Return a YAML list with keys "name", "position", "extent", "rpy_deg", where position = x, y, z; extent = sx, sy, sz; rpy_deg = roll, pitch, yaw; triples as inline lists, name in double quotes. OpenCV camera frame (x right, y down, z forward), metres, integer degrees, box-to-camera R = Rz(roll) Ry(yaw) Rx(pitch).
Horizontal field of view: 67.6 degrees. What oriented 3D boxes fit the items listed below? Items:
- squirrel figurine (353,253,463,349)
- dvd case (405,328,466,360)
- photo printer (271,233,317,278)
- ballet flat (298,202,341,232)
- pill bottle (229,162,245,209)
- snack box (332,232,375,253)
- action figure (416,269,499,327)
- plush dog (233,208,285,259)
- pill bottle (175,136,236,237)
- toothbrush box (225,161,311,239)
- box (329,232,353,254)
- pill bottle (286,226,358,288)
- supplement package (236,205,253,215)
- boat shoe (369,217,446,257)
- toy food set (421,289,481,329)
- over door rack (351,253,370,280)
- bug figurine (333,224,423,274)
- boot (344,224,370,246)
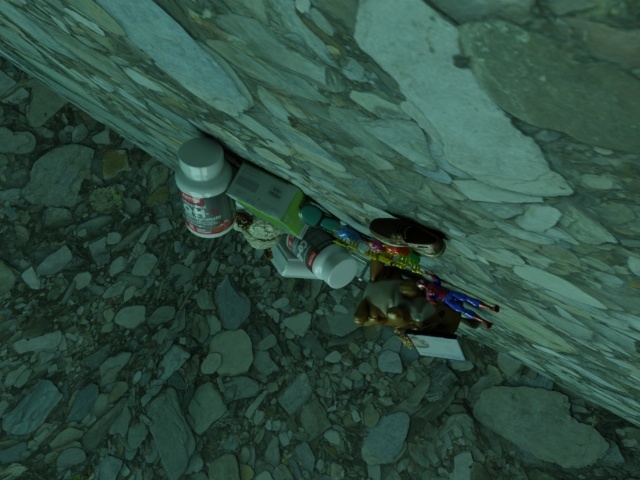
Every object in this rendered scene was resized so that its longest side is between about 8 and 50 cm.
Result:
- name: "squirrel figurine"
  position: [0.366, 0.271, 1.881]
  extent: [0.371, 0.280, 0.397]
  rpy_deg: [13, 161, 21]
- name: "dvd case"
  position: [0.425, 0.385, 1.749]
  extent: [0.181, 0.022, 0.253]
  rpy_deg: [1, 151, 26]
- name: "photo printer"
  position: [-0.063, 0.069, 2.090]
  extent: [0.308, 0.107, 0.256]
  rpy_deg: [7, -155, -30]
- name: "ballet flat"
  position: [-0.014, -0.075, 1.536]
  extent: [0.188, 0.070, 0.070]
  rpy_deg: [29, 177, -42]
- name: "pill bottle"
  position: [-0.341, -0.210, 1.711]
  extent: [0.229, 0.131, 0.131]
  rpy_deg: [32, 175, -24]
- name: "snack box"
  position: [0.126, 0.011, 1.782]
  extent: [0.141, 0.037, 0.100]
  rpy_deg: [27, 173, 40]
- name: "action figure"
  position: [0.418, 0.182, 1.549]
  extent: [0.281, 0.091, 0.139]
  rpy_deg: [24, 179, 40]
- name: "plush dog"
  position: [-0.214, -0.049, 1.813]
  extent: [0.263, 0.210, 0.225]
  rpy_deg: [-8, 165, -9]
- name: "pill bottle"
  position: [-0.362, -0.166, 1.516]
  extent: [0.177, 0.176, 0.318]
  rpy_deg: [29, 146, 15]
- name: "toothbrush box"
  position: [-0.150, -0.122, 1.557]
  extent: [0.206, 0.122, 0.283]
  rpy_deg: [27, 174, 15]
- name: "box"
  position: [0.033, -0.005, 2.045]
  extent: [0.232, 0.058, 0.087]
  rpy_deg: [26, 173, 39]
- name: "pill bottle"
  position: [0.005, 0.050, 1.849]
  extent: [0.283, 0.161, 0.161]
  rpy_deg: [43, -176, 40]
- name: "supplement package"
  position: [-0.359, -0.125, 2.550]
  extent: [0.203, 0.149, 0.194]
  rpy_deg: [31, 175, -9]
- name: "boat shoe"
  position: [0.188, -0.017, 1.052]
  extent: [0.178, 0.064, 0.060]
  rpy_deg: [20, 166, 27]
- name: "toy food set"
  position: [0.542, 0.299, 2.128]
  extent: [0.306, 0.092, 0.220]
  rpy_deg: [31, 164, -30]
- name: "over door rack"
  position: [0.206, 0.133, 2.167]
  extent: [0.240, 0.108, 0.324]
  rpy_deg: [29, 175, 4]
- name: "bug figurine"
  position: [0.177, 0.019, 1.383]
  extent: [0.279, 0.072, 0.216]
  rpy_deg: [18, 174, 46]
- name: "boot"
  position: [0.130, -0.008, 1.575]
  extent: [0.114, 0.037, 0.106]
  rpy_deg: [31, -171, 27]
